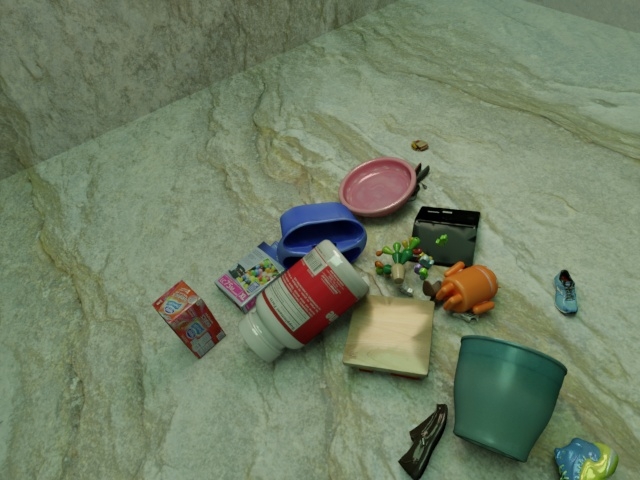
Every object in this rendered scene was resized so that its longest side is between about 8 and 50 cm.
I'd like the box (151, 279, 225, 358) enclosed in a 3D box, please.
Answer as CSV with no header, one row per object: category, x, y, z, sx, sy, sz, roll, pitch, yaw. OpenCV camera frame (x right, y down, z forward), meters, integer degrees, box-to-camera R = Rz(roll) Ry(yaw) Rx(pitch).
box,-0.443,0.272,1.488,0.123,0.256,0.128,33,63,33

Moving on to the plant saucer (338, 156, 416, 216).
plant saucer,0.244,-0.215,1.845,0.333,0.084,0.332,-14,46,15

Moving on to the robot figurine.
robot figurine,0.490,0.155,1.442,0.220,0.128,0.158,-19,23,-21

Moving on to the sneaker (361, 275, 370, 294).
sneaker,0.075,0.158,1.600,0.213,0.080,0.094,3,37,9

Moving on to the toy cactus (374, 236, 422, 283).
toy cactus,0.277,0.083,1.551,0.219,0.112,0.180,-32,33,31

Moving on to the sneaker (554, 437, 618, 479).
sneaker,0.626,0.596,1.077,0.240,0.091,0.126,-44,35,-23

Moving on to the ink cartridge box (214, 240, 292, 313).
ink cartridge box,-0.237,0.122,1.706,0.311,0.065,0.186,-39,52,-23

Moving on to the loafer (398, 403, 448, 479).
loafer,0.283,0.536,1.199,0.078,0.080,0.220,23,58,29

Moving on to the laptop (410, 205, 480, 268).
laptop,0.481,-0.020,1.689,0.235,0.136,0.264,8,26,19

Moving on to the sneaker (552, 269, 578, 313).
sneaker,0.791,0.163,1.411,0.064,0.073,0.162,-2,49,11

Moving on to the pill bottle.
pill bottle,-0.061,0.205,1.438,0.408,0.229,0.229,-40,50,1

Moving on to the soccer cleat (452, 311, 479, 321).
soccer cleat,0.478,0.252,1.439,0.084,0.029,0.035,3,46,10

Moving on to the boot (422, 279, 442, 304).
boot,0.388,0.163,1.483,0.042,0.118,0.087,4,34,42

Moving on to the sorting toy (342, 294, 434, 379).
sorting toy,0.225,0.312,1.405,0.257,0.089,0.255,4,50,17

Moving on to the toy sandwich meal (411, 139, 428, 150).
toy sandwich meal,0.468,-0.455,2.063,0.086,0.029,0.085,-7,48,8

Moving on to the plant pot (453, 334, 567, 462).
plant pot,0.474,0.421,1.149,0.272,0.271,0.255,14,68,24

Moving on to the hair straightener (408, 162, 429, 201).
hair straightener,0.412,-0.245,1.879,0.089,0.047,0.230,24,59,31

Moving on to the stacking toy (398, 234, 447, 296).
stacking toy,0.349,0.084,1.492,0.052,0.221,0.167,31,65,8

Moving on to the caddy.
caddy,0.000,0.000,1.617,0.342,0.241,0.179,-8,41,-14
